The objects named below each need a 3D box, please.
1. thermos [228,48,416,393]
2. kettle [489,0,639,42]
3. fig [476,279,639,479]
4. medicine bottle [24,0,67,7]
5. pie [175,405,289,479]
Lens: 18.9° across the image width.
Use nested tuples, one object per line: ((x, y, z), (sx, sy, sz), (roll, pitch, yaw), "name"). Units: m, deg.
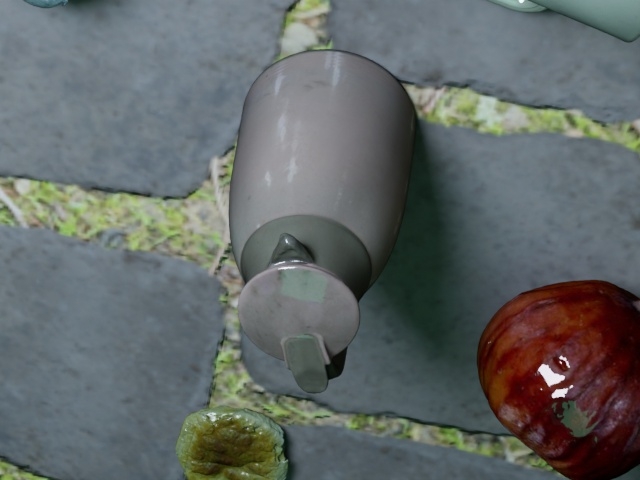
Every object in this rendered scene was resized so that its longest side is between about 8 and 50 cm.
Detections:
((0.000, 0.000, 1.084), (0.105, 0.193, 0.137), (-2, 127, 7), "thermos")
((0.111, -0.174, 1.015), (0.148, 0.127, 0.098), (19, 95, -4), "kettle")
((0.173, 0.084, 1.175), (0.150, 0.128, 0.128), (-9, 125, 7), "fig")
((-0.196, -0.217, 1.030), (0.090, 0.054, 0.208), (-34, 115, 29), "medicine bottle")
((-0.061, 0.146, 1.309), (0.084, 0.020, 0.084), (3, 126, 4), "pie")
